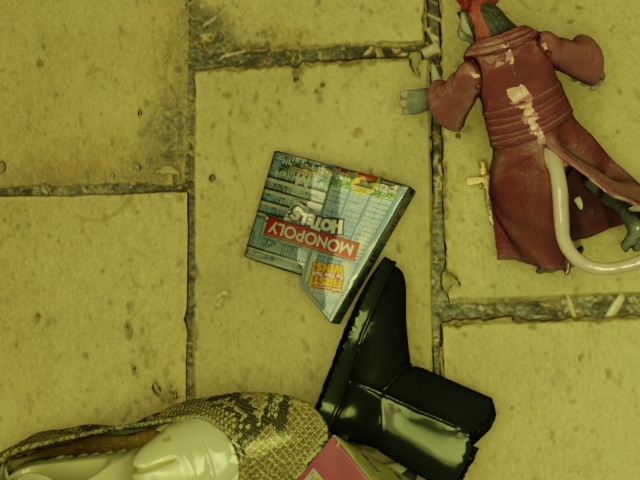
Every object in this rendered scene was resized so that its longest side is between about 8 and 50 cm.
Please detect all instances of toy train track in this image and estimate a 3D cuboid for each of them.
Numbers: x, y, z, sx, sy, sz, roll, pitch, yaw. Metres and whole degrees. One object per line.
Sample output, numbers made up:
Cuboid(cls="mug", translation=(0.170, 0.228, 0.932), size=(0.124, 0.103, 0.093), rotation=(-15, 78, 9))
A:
Cuboid(cls="toy train track", translation=(0.211, -0.061, 1.799), size=(0.048, 0.014, 0.083), rotation=(-11, 88, 5))

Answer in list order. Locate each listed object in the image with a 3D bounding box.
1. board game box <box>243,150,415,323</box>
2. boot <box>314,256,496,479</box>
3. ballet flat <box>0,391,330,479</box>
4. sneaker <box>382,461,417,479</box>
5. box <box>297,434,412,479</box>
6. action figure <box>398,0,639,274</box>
Cuboid(cls="board game box", translation=(0.000, 0.000, 1.819), size=(0.194, 0.060, 0.194), rotation=(16, 88, 14))
Cuboid(cls="boot", translation=(0.120, 0.166, 1.764), size=(0.207, 0.094, 0.246), rotation=(23, 68, -3))
Cuboid(cls="ballet flat", translation=(-0.225, 0.287, 1.724), size=(0.483, 0.182, 0.164), rotation=(-11, 88, 29))
Cuboid(cls="sneaker", translation=(-0.026, 0.289, 1.785), size=(0.270, 0.090, 0.145), rotation=(-23, 83, 13))
Cuboid(cls="box", translation=(0.103, 0.365, 1.629), size=(0.117, 0.243, 0.213), rotation=(-53, 35, 5))
Cuboid(cls="action figure", translation=(0.234, -0.132, 1.669), size=(0.248, 0.275, 0.370), rotation=(-24, 99, 8))
